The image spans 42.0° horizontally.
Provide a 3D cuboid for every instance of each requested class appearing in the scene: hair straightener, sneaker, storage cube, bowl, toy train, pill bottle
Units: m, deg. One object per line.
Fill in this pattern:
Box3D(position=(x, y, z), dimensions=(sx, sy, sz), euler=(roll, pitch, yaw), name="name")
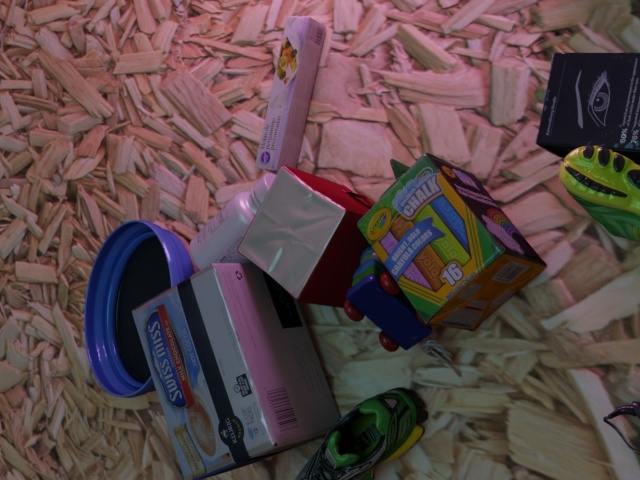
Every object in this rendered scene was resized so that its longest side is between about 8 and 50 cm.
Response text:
Box3D(position=(0.519, 0.282, 1.190), dimensions=(0.231, 0.047, 0.088), euler=(0, 81, 37), name="hair straightener")
Box3D(position=(0.493, -0.043, 1.236), dimensions=(0.296, 0.123, 0.109), euler=(36, 91, 17), name="sneaker")
Box3D(position=(0.000, 0.000, 1.539), dimensions=(0.184, 0.193, 0.214), euler=(38, 104, 35), name="storage cube")
Box3D(position=(-0.400, 0.151, 1.843), dimensions=(0.391, 0.077, 0.390), euler=(-11, 75, 48), name="bowl")
Box3D(position=(0.155, 0.123, 1.457), dimensions=(0.105, 0.248, 0.143), euler=(-39, 21, 26), name="toy train")
Box3D(position=(0.031, 0.389, 1.476), dimensions=(0.134, 0.146, 0.343), euler=(47, 110, 33), name="sneaker")
Box3D(position=(-0.149, -0.025, 1.693), dimensions=(0.229, 0.131, 0.131), euler=(-43, 59, 23), name="pill bottle")

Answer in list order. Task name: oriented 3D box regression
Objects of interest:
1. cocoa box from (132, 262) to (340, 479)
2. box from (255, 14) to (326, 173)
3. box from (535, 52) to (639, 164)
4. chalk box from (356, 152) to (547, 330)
Box3D(position=(-0.158, 0.240, 1.567), dimensions=(0.228, 0.231, 0.347), euler=(-29, 74, 28), name="cocoa box")
Box3D(position=(-0.062, -0.298, 1.718), dimensions=(0.063, 0.067, 0.323), euler=(11, 90, 38), name="box")
Box3D(position=(0.458, -0.202, 1.285), dimensions=(0.207, 0.108, 0.153), euler=(12, 89, 38), name="box")
Box3D(position=(0.199, -0.017, 1.403), dimensions=(0.179, 0.180, 0.289), euler=(-47, 57, 21), name="chalk box")
